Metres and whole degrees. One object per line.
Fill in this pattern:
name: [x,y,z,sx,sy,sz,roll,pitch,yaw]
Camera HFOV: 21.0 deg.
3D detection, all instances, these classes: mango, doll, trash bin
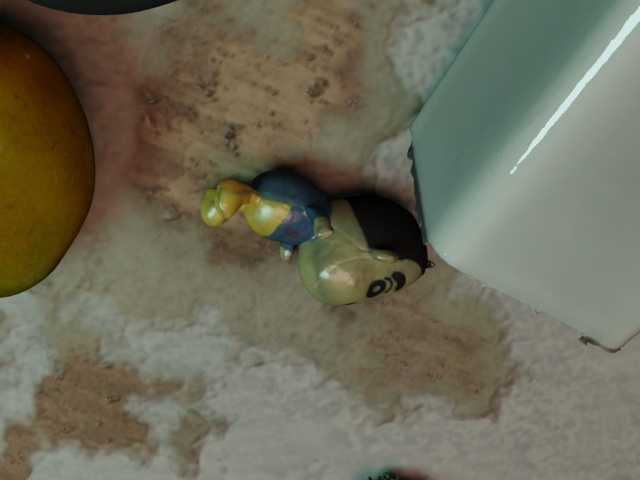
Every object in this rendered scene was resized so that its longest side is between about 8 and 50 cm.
mango: [-0.229,-0.055,1.181,0.152,0.120,0.221,-17,129,6]
doll: [0.000,0.000,1.268,0.179,0.102,0.089,12,80,-14]
trash bin: [0.218,-0.134,1.137,0.296,0.256,0.367,26,122,-23]

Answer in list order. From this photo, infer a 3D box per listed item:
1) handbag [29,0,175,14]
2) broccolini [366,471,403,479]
handbag: [-0.145,-0.266,1.035,0.254,0.093,0.308,-30,140,9]
broccolini: [0.117,0.267,1.482,0.254,0.071,0.057,34,70,-31]
